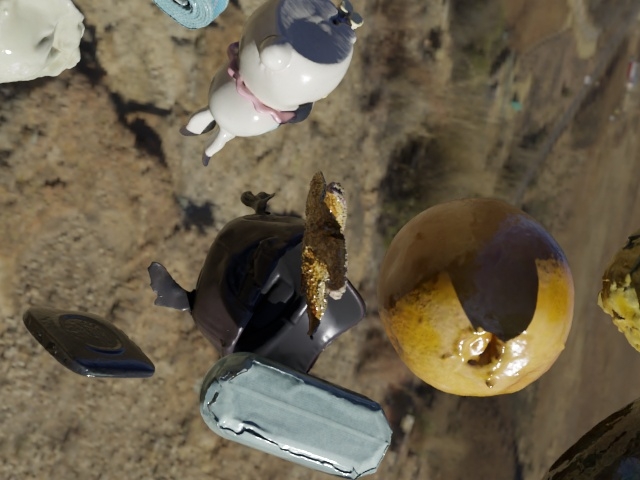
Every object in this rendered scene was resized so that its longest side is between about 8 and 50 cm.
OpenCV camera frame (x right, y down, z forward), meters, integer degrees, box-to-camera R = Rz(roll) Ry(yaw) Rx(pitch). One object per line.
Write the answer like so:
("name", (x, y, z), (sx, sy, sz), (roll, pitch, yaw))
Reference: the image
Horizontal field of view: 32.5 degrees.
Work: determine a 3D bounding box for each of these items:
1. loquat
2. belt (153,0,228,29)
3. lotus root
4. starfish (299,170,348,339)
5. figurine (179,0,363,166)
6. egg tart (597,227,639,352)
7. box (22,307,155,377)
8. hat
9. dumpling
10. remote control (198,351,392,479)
("loquat", (0.250, 0.088, 1.762), (0.328, 0.328, 0.328), (-44, 141, -51))
("belt", (-0.249, -0.475, 2.034), (0.163, 0.148, 0.082), (53, 53, -23))
("lotus root", (0.399, 0.319, 1.449), (0.275, 0.160, 0.152), (-43, 171, 11))
("starfish", (-0.001, 0.000, 1.293), (0.240, 0.043, 0.227), (-93, -164, -50))
("figurine", (-0.063, -0.187, 1.297), (0.235, 0.127, 0.155), (-37, -169, 48))
("egg tart", (0.632, 0.089, 1.659), (0.339, 0.351, 0.153), (-32, 168, -5))
("box", (-0.420, 0.184, 2.004), (0.201, 0.212, 0.042), (7, 115, -52))
("hat", (-0.092, 0.064, 1.580), (0.238, 0.209, 0.336), (-48, 148, -9))
("dumpling", (-0.448, -0.313, 1.639), (0.258, 0.193, 0.147), (75, 7, -67))
("remote control", (-0.024, 0.205, 1.272), (0.247, 0.052, 0.104), (23, 82, -23))
